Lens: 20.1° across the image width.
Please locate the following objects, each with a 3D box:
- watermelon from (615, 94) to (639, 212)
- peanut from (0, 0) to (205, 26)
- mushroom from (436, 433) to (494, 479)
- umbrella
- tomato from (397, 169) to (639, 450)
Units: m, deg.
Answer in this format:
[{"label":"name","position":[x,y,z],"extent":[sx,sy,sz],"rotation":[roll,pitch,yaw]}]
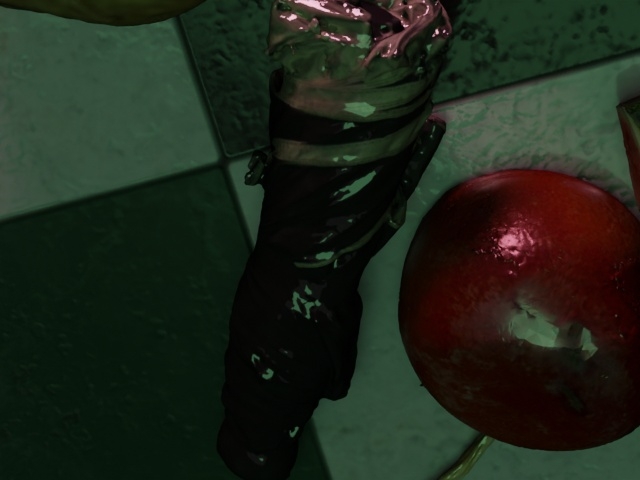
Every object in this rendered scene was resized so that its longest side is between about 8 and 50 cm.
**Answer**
[{"label":"watermelon","position":[0.222,-0.059,1.118],"extent":[0.092,0.072,0.085],"rotation":[-8,98,-28]},{"label":"peanut","position":[-0.142,-0.197,1.085],"extent":[0.253,0.122,0.137],"rotation":[9,136,4]},{"label":"mushroom","position":[0.046,0.195,1.249],"extent":[0.028,0.026,0.286],"rotation":[35,110,-21]},{"label":"umbrella","position":[-0.004,-0.003,1.160],"extent":[0.113,0.106,0.358],"rotation":[21,119,12]},{"label":"tomato","position":[0.131,0.054,1.138],"extent":[0.173,0.099,0.189],"rotation":[-2,101,10]}]
